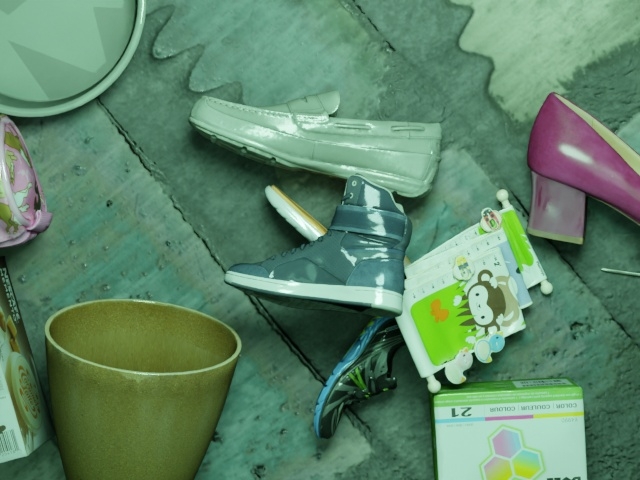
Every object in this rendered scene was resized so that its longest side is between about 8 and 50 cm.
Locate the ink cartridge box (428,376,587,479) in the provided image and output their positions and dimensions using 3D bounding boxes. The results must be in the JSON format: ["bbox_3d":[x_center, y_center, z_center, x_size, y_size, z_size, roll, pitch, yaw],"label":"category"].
[{"bbox_3d":[0.240,0.309,1.692,0.189,0.097,0.255,-4,92,2],"label":"ink cartridge box"}]

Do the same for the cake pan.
[{"bbox_3d":[-0.364,-0.302,1.701,0.293,0.054,0.293,0,92,2],"label":"cake pan"}]

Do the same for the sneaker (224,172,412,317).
[{"bbox_3d":[0.001,0.000,1.606,0.226,0.086,0.163,5,79,19],"label":"sneaker"}]

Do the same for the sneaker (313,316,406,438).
[{"bbox_3d":[0.055,0.179,1.705,0.078,0.067,0.188,36,90,6],"label":"sneaker"}]

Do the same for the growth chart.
[{"bbox_3d":[0.189,0.068,1.673,0.237,0.021,0.172,-36,99,-24],"label":"growth chart"}]

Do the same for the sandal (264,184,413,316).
[{"bbox_3d":[0.046,0.003,1.680,0.265,0.102,0.076,42,96,1],"label":"sandal"}]

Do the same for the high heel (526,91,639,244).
[{"bbox_3d":[0.444,-0.075,1.648,0.377,0.127,0.181,6,103,5],"label":"high heel"}]

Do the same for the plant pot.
[{"bbox_3d":[-0.229,0.231,1.652,0.237,0.237,0.254,8,106,1],"label":"plant pot"}]

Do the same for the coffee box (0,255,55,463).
[{"bbox_3d":[-0.427,0.153,1.682,0.098,0.141,0.246,-16,91,3],"label":"coffee box"}]

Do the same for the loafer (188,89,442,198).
[{"bbox_3d":[-0.004,-0.137,1.677,0.320,0.112,0.111,14,88,-7],"label":"loafer"}]

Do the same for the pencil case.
[{"bbox_3d":[-0.537,-0.034,1.668,0.386,0.160,0.167,-17,120,2],"label":"pencil case"}]

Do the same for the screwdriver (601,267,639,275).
[{"bbox_3d":[0.445,0.051,1.715,0.170,0.024,0.025,4,122,8],"label":"screwdriver"}]
